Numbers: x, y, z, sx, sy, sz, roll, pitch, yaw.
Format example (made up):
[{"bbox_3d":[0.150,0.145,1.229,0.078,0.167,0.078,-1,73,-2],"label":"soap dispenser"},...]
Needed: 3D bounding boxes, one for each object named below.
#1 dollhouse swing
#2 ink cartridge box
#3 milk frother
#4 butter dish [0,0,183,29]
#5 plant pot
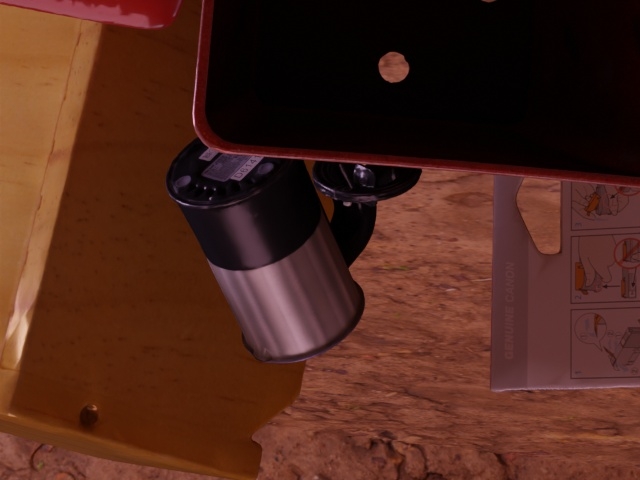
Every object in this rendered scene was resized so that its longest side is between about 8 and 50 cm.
[{"bbox_3d":[-0.206,-0.033,1.240,0.305,0.347,0.315,-2,162,43],"label":"dollhouse swing"},{"bbox_3d":[0.259,-0.029,1.265,0.261,0.296,0.066,-4,162,21],"label":"ink cartridge box"},{"bbox_3d":[0.000,0.000,1.052,0.143,0.129,0.134,38,158,50],"label":"milk frother"},{"bbox_3d":[-0.156,-0.213,1.024,0.160,0.160,0.118,8,-175,-18],"label":"butter dish"},{"bbox_3d":[0.064,-0.165,0.956,0.267,0.267,0.236,5,179,-8],"label":"plant pot"}]
